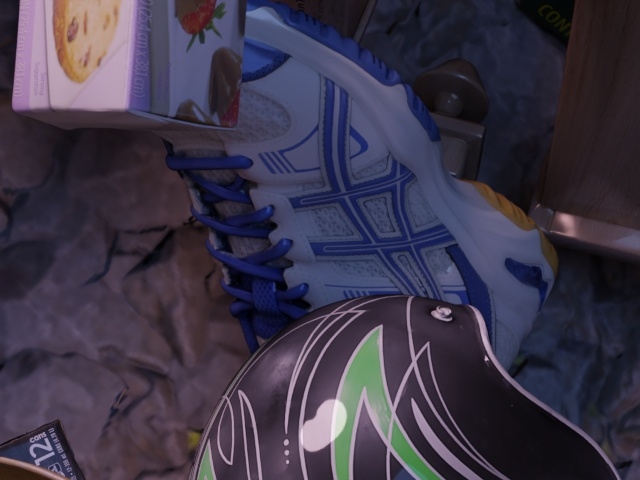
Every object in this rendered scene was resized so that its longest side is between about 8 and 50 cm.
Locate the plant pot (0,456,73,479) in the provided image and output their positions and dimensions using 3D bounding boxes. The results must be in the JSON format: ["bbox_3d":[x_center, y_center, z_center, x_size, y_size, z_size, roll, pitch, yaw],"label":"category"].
[{"bbox_3d":[-0.113,0.194,0.604,0.032,0.236,0.236,-19,82,-60],"label":"plant pot"}]

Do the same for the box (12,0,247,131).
[{"bbox_3d":[-0.061,-0.202,0.567,0.063,0.067,0.324,5,90,-54],"label":"box"}]

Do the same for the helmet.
[{"bbox_3d":[0.025,0.107,0.614,0.161,0.169,0.169,45,65,6],"label":"helmet"}]

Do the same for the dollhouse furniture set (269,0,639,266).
[{"bbox_3d":[0.164,-0.146,0.713,0.355,0.303,0.174,15,56,10],"label":"dollhouse furniture set"}]

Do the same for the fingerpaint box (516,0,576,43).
[{"bbox_3d":[0.381,-0.103,0.770,0.445,0.371,0.163,37,66,-9],"label":"fingerpaint box"}]

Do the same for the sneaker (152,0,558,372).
[{"bbox_3d":[0.000,0.000,0.695,0.296,0.112,0.131,37,72,-35],"label":"sneaker"}]

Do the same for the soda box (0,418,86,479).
[{"bbox_3d":[-0.112,0.170,0.681,0.060,0.053,0.169,-24,85,-24],"label":"soda box"}]
